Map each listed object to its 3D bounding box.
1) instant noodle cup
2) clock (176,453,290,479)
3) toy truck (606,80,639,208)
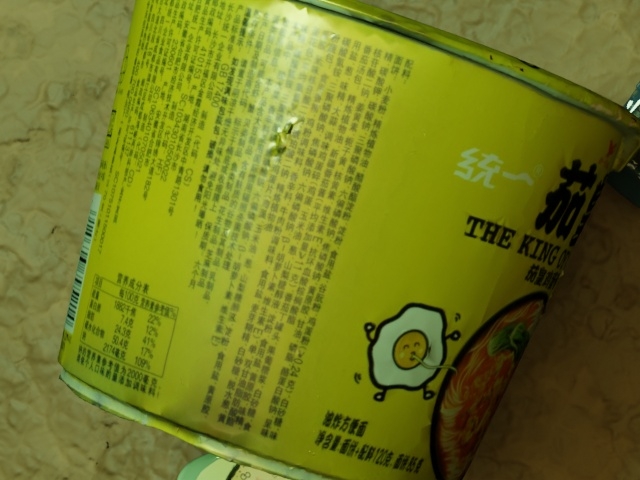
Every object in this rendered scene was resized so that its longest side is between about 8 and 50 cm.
[{"bbox_3d":[0.000,0.000,1.171,0.325,0.325,0.254,19,90,10],"label":"instant noodle cup"},{"bbox_3d":[-0.020,0.173,1.308,0.135,0.041,0.101,-22,83,7],"label":"clock"},{"bbox_3d":[0.267,-0.019,1.259,0.201,0.074,0.088,39,103,9],"label":"toy truck"}]
